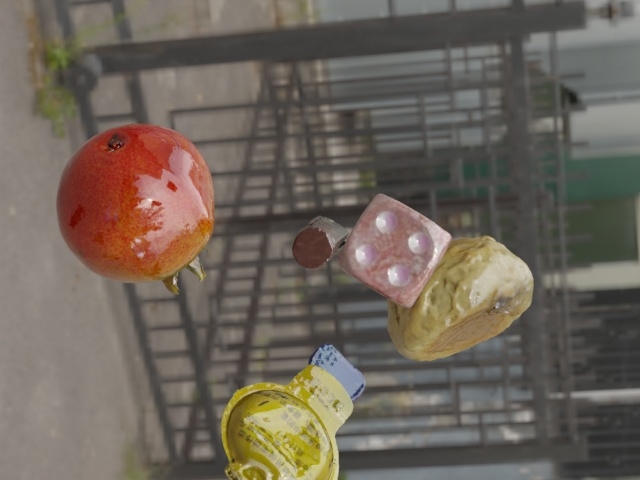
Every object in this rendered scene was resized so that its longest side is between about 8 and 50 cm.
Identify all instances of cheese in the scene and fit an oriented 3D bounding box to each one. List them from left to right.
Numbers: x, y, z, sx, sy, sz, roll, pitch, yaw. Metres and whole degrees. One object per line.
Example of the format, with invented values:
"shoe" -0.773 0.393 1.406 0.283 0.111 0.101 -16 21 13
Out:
"cheese" -0.025 0.209 1.530 0.064 0.156 0.250 -44 -179 44

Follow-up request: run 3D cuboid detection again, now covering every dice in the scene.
"dice" 0.076 0.011 1.401 0.091 0.093 0.094 -59 176 0

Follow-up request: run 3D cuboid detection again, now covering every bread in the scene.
"bread" 0.201 0.080 2.022 0.134 0.244 0.244 64 -2 23

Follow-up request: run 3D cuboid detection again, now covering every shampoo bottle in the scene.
"shampoo bottle" 0.002 0.000 2.051 0.068 0.067 0.236 48 8 -1

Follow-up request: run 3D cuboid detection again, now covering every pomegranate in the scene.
"pomegranate" -0.242 -0.035 1.843 0.257 0.220 0.221 58 23 -33
